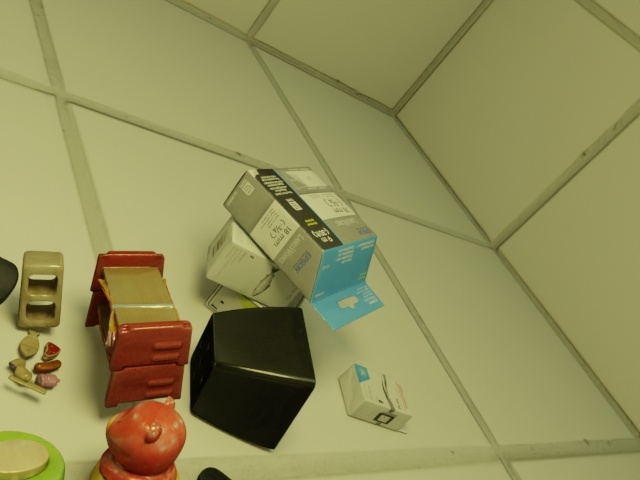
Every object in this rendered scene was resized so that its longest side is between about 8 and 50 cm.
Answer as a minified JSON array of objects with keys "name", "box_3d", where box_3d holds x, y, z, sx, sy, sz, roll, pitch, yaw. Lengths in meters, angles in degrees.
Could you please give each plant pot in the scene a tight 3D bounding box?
[{"name":"plant pot","box_3d":[-0.132,0.226,1.163,0.167,0.187,0.188,16,33,-21]}]

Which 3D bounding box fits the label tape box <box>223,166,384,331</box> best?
[{"name":"label tape box","box_3d":[0.000,0.000,1.324,0.334,0.106,0.240,47,26,16]}]

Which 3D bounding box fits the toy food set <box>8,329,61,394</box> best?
[{"name":"toy food set","box_3d":[-0.423,0.187,0.986,0.078,0.019,0.122,31,18,-17]}]

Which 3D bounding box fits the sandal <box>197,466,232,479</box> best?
[{"name":"sandal","box_3d":[-0.121,0.422,1.022,0.179,0.040,0.067,33,16,17]}]

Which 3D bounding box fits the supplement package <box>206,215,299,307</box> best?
[{"name":"supplement package","box_3d":[-0.126,0.046,1.327,0.179,0.105,0.105,27,28,-23]}]

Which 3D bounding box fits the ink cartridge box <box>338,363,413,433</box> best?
[{"name":"ink cartridge box","box_3d":[0.135,0.352,1.462,0.180,0.060,0.104,26,29,-30]}]

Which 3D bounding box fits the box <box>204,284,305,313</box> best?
[{"name":"box","box_3d":[-0.118,0.106,1.467,0.169,0.087,0.290,40,25,-1]}]

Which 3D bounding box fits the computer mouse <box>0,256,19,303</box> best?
[{"name":"computer mouse","box_3d":[-0.523,0.071,0.805,0.261,0.060,0.184,2,45,4]}]

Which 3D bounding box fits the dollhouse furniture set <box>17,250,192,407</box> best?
[{"name":"dollhouse furniture set","box_3d":[-0.397,0.128,0.972,0.374,0.152,0.201,1,33,-28]}]

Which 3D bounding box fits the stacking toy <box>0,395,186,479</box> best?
[{"name":"stacking toy","box_3d":[-0.290,0.284,0.763,0.279,0.130,0.309,18,16,-13]}]
